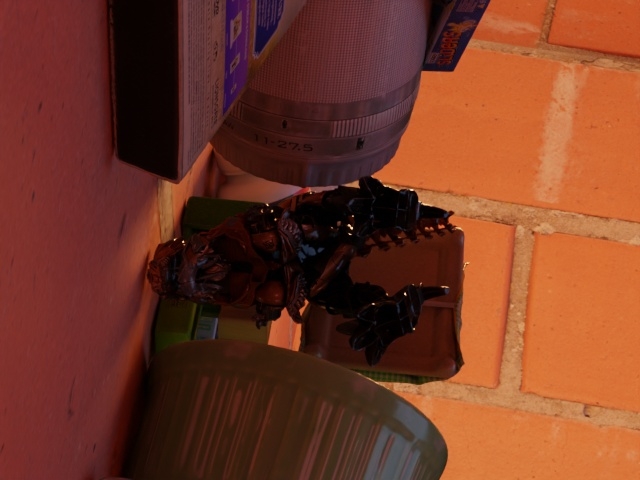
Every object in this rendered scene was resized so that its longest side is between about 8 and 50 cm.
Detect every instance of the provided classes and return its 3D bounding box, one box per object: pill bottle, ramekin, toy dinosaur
[{"bbox_3d":[-0.058,-0.030,2.024,0.108,0.108,0.180,-73,149,-70],"label":"pill bottle"},{"bbox_3d":[-0.043,0.230,1.708,0.303,0.303,0.148,93,13,-63],"label":"ramekin"},{"bbox_3d":[0.000,0.000,1.697,0.322,0.218,0.164,-36,117,-30],"label":"toy dinosaur"}]

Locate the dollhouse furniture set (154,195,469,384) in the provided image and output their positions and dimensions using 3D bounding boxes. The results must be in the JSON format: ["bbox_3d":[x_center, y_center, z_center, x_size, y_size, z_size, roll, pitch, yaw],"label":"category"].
[{"bbox_3d":[-0.005,0.087,1.828,0.151,0.301,0.198,92,5,-48],"label":"dollhouse furniture set"}]

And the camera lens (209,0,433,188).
[{"bbox_3d":[-0.005,-0.218,1.709,0.219,0.219,0.274,-77,175,-52],"label":"camera lens"}]

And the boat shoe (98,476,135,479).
[{"bbox_3d":[-0.135,0.299,1.366,0.367,0.156,0.136,-71,170,-71],"label":"boat shoe"}]

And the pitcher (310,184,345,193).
[{"bbox_3d":[-0.059,-0.048,2.137,0.207,0.177,0.125,-55,-162,15],"label":"pitcher"}]

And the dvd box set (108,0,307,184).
[{"bbox_3d":[-0.038,-0.289,1.373,0.308,0.062,0.420,95,20,-50],"label":"dvd box set"}]

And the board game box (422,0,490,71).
[{"bbox_3d":[0.127,-0.261,1.695,0.201,0.035,0.136,114,-24,-69],"label":"board game box"}]

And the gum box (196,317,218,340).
[{"bbox_3d":[-0.131,0.112,2.024,0.157,0.041,0.184,83,15,-79],"label":"gum box"}]
